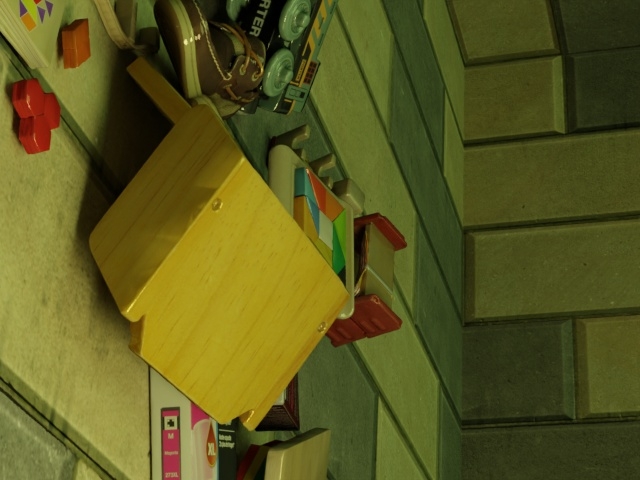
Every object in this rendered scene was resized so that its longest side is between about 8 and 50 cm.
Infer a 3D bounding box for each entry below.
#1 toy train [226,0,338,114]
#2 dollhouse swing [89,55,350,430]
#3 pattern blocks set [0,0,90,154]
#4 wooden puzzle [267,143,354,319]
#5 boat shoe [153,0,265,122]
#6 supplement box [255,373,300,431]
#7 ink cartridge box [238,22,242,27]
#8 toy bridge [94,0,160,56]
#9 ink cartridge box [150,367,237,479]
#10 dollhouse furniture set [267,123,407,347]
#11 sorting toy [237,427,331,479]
[{"bbox_3d":[-0.055,-0.348,2.052,0.190,0.142,0.334,3,108,-67],"label":"toy train"},{"bbox_3d":[-0.177,-0.003,1.681,0.315,0.305,0.347,-53,145,-11],"label":"dollhouse swing"},{"bbox_3d":[-0.316,-0.285,1.426,0.285,0.026,0.325,70,21,-45],"label":"pattern blocks set"},{"bbox_3d":[-0.006,-0.013,2.134,0.239,0.044,0.221,38,45,-51],"label":"wooden puzzle"},{"bbox_3d":[-0.134,-0.242,1.753,0.342,0.123,0.123,79,-11,-74],"label":"boat shoe"},{"bbox_3d":[-0.075,0.192,1.907,0.239,0.073,0.130,73,15,-72],"label":"supplement box"},{"bbox_3d":[-0.077,-0.378,2.215,0.143,0.092,0.090,50,37,-66],"label":"ink cartridge box"},{"bbox_3d":[-0.246,-0.275,1.681,0.188,0.026,0.063,49,39,-65],"label":"toy bridge"},{"bbox_3d":[-0.165,0.276,1.745,0.176,0.069,0.371,31,53,-72],"label":"ink cartridge box"},{"bbox_3d":[0.000,0.000,2.354,0.374,0.152,0.201,46,38,-40],"label":"dollhouse furniture set"},{"bbox_3d":[-0.072,0.407,1.923,0.255,0.089,0.257,5,92,-75],"label":"sorting toy"}]
